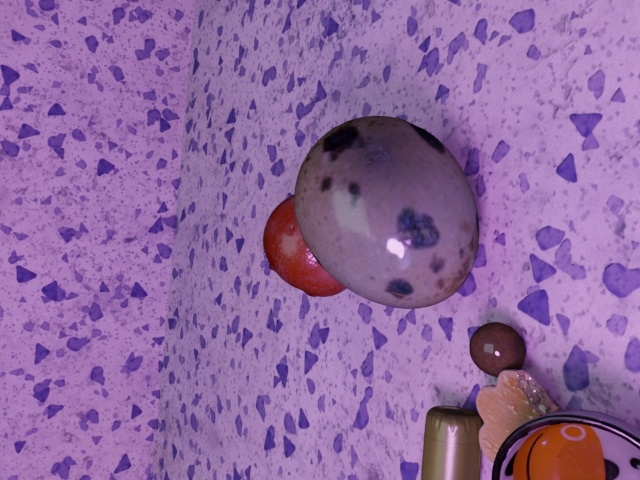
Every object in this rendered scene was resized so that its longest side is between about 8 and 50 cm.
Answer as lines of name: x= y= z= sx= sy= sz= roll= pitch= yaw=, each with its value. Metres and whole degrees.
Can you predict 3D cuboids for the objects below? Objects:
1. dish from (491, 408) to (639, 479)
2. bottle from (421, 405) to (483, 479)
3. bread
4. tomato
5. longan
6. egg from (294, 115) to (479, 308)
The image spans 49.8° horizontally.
dish: x=0.411 y=0.369 z=1.033 sx=0.303 sy=0.120 sz=0.303 roll=8 pitch=106 yaw=31
bottle: x=0.250 y=0.458 z=1.330 sx=0.112 sy=0.112 sz=0.260 roll=2 pitch=87 yaw=58
bread: x=0.364 y=0.353 z=1.195 sx=0.250 sy=0.039 sz=0.181 roll=54 pitch=133 yaw=29
tomato: x=0.000 y=0.000 z=1.659 sx=0.265 sy=0.265 sz=0.264 roll=-14 pitch=74 yaw=57
longan: x=0.327 y=0.206 z=1.270 sx=0.106 sy=0.106 sz=0.119 roll=23 pitch=147 yaw=57
egg: x=0.133 y=-0.056 z=1.378 sx=0.428 sy=0.345 sz=0.345 roll=57 pitch=132 yaw=39
